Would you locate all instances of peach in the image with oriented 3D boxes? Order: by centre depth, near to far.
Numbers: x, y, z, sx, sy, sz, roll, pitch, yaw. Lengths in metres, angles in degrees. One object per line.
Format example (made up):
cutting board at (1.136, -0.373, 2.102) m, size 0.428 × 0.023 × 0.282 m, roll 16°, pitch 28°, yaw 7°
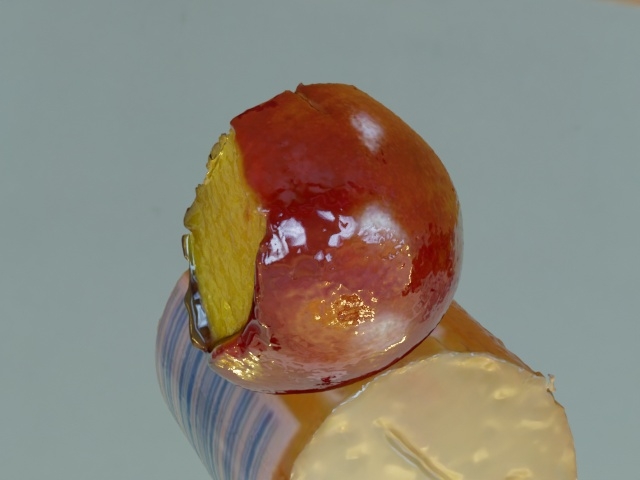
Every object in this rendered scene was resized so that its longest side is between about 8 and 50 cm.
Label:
peach at (0.007, -0.001, 0.742) m, size 0.151 × 0.151 × 0.118 m, roll 14°, pitch 178°, yaw -37°

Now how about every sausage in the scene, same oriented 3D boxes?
sausage at (0.021, 0.125, 1.221) m, size 0.233 × 0.233 × 0.287 m, roll 11°, pitch -164°, yaw -25°
